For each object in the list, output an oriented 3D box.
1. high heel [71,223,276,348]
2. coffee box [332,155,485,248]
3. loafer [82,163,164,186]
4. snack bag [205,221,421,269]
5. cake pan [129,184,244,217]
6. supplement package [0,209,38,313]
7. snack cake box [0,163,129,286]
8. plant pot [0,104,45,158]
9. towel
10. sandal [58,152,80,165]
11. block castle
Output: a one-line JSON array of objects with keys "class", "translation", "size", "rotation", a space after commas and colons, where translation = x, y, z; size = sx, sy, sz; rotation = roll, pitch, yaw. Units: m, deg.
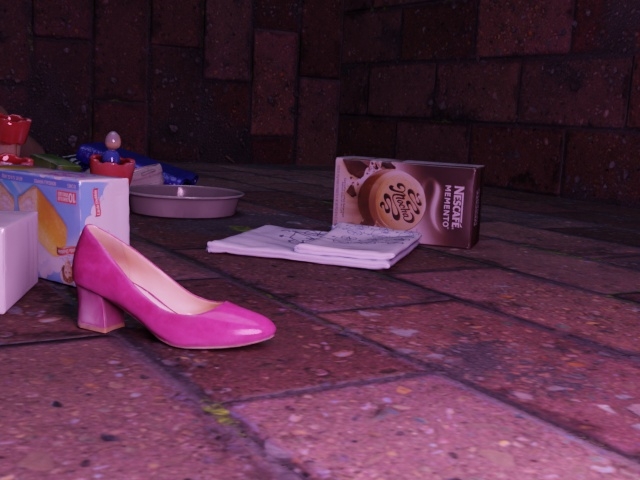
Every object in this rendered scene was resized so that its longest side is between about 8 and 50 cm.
[{"class": "high heel", "translation": [-0.163, 0.049, 0.916], "size": [0.244, 0.117, 0.082], "rotation": [6, 9, 23]}, {"class": "coffee box", "translation": [0.185, -0.085, 1.752], "size": [0.297, 0.168, 0.119], "rotation": [6, 9, 20]}, {"class": "loafer", "translation": [-0.553, -0.151, 2.118], "size": [0.320, 0.111, 0.112], "rotation": [-3, 10, -34]}, {"class": "snack bag", "translation": [0.000, 0.000, 1.569], "size": [0.343, 0.037, 0.323], "rotation": [5, 9, 16]}, {"class": "cake pan", "translation": [-0.331, -0.096, 2.024], "size": [0.294, 0.054, 0.293], "rotation": [3, 9, 0]}, {"class": "supplement package", "translation": [-0.428, 0.021, 1.053], "size": [0.105, 0.105, 0.179], "rotation": [2, 8, -7]}, {"class": "snack cake box", "translation": [-0.399, -0.027, 1.226], "size": [0.265, 0.152, 0.089], "rotation": [9, 11, 36]}, {"class": "plant pot", "translation": [-0.841, -0.216, 2.146], "size": [0.263, 0.262, 0.229], "rotation": [8, -9, 28]}, {"class": "towel", "translation": [-0.510, -0.192, 2.332], "size": [0.308, 0.076, 0.227], "rotation": [19, 8, 1]}, {"class": "sandal", "translation": [-0.756, -0.209, 2.441], "size": [0.446, 0.106, 0.167], "rotation": [3, 9, -1]}, {"class": "block castle", "translation": [-0.603, -0.156, 1.592], "size": [0.453, 0.212, 0.303], "rotation": [22, 18, 37]}]
